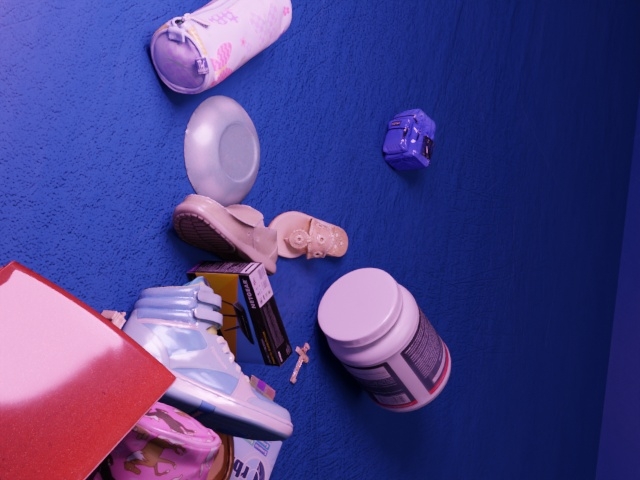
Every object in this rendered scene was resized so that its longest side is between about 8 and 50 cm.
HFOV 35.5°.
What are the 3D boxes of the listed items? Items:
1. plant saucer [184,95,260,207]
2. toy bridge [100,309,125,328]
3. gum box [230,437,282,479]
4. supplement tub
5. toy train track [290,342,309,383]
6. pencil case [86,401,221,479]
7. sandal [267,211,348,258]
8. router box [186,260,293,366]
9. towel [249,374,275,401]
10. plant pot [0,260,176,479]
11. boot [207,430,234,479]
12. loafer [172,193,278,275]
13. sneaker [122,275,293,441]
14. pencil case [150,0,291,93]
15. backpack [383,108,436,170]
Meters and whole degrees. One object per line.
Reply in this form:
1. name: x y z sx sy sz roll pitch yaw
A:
1. plant saucer: -0.153 -0.149 1.699 0.195 0.037 0.195 -4 95 -56
2. toy bridge: -0.330 0.175 1.433 0.188 0.063 0.026 -61 136 -33
3. gum box: -0.149 0.397 1.720 0.157 0.041 0.184 50 53 -44
4. supplement tub: 0.128 0.199 1.980 0.272 0.191 0.191 54 49 -42
5. toy train track: -0.036 0.233 1.900 0.048 0.014 0.083 52 51 -42
6. pencil case: -0.275 0.399 1.344 0.386 0.160 0.167 -65 163 1
7. sandal: 0.000 -0.007 1.886 0.240 0.079 0.088 8 84 -55
8. router box: -0.132 0.120 1.653 0.046 0.133 0.179 -45 126 -46
9. towel: -0.111 0.284 1.798 0.083 0.009 0.060 45 56 -45
10. plant pot: -0.386 0.184 1.188 0.236 0.267 0.267 53 46 -11
11. boot: -0.254 0.364 1.533 0.220 0.109 0.283 27 77 -48
12. loafer: -0.152 -0.022 1.659 0.268 0.102 0.092 43 55 -58
13. sneaker: -0.160 0.174 1.547 0.319 0.127 0.208 28 61 -23
14. pencil case: -0.157 -0.340 1.618 0.273 0.113 0.124 -45 131 -46
15. backpack: 0.192 -0.223 2.140 0.101 0.098 0.120 39 61 -45
